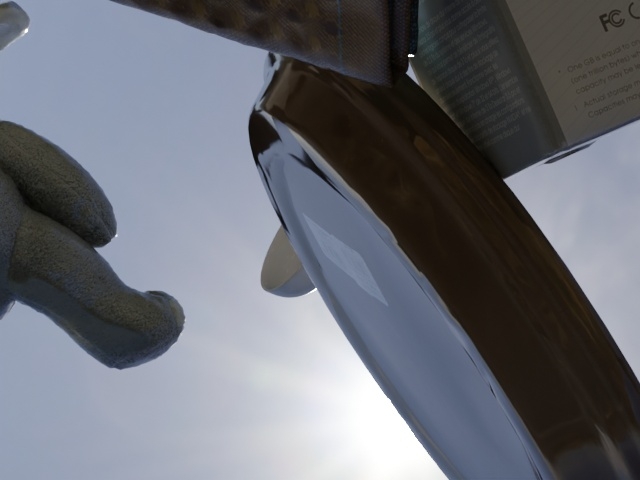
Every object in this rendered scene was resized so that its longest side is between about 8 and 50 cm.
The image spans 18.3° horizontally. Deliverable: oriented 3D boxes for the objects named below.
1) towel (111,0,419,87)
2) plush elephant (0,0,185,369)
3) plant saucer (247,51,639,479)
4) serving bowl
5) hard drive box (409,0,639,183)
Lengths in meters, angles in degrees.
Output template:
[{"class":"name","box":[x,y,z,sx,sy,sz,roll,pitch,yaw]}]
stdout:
[{"class":"towel","box":[-0.094,-0.212,0.566,0.040,0.271,0.370,-58,158,-32]},{"class":"plush elephant","box":[-0.299,-0.038,1.597,0.272,0.330,0.255,-27,-149,16]},{"class":"plant saucer","box":[0.052,0.036,0.790,0.041,0.278,0.278,-34,-150,-9]},{"class":"serving bowl","box":[0.000,0.000,1.157,0.083,0.027,0.083,-49,-160,25]},{"class":"hard drive box","box":[0.094,-0.159,0.692,0.232,0.181,0.089,67,-18,1]}]
